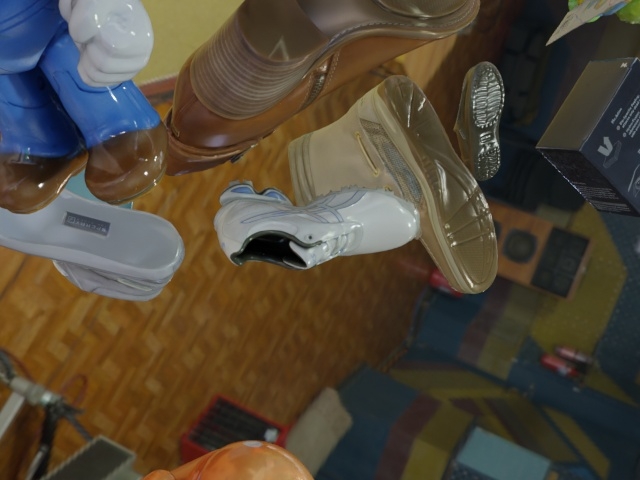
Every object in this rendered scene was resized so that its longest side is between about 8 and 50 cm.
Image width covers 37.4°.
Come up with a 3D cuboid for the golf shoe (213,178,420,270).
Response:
[{"bbox_3d":[0.000,0.000,0.786,0.086,0.176,0.069,-100,-167,-51],"label":"golf shoe"}]

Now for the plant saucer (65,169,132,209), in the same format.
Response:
[{"bbox_3d":[-0.325,-0.056,1.327,0.119,0.119,0.021,-57,-170,-30],"label":"plant saucer"}]

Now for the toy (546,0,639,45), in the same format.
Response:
[{"bbox_3d":[0.324,-0.260,0.954,0.137,0.056,0.237,-53,-170,-5],"label":"toy"}]

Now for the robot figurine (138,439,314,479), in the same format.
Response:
[{"bbox_3d":[-0.084,0.245,0.798,0.219,0.158,0.128,-32,180,36],"label":"robot figurine"}]

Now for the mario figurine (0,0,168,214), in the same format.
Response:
[{"bbox_3d":[-0.216,-0.142,0.533,0.198,0.170,0.320,-27,125,-4],"label":"mario figurine"}]

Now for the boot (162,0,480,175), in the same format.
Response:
[{"bbox_3d":[-0.010,-0.149,0.817,0.283,0.109,0.220,-35,179,-35],"label":"boot"}]

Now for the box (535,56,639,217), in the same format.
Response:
[{"bbox_3d":[0.408,-0.141,1.303,0.158,0.093,0.156,39,79,-27],"label":"box"}]

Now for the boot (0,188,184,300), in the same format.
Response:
[{"bbox_3d":[-0.279,0.001,0.999,0.123,0.258,0.095,127,-19,-57],"label":"boot"}]

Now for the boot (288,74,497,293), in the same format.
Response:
[{"bbox_3d":[0.078,-0.038,1.119,0.203,0.262,0.095,-26,-176,44],"label":"boot"}]

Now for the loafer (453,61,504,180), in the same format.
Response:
[{"bbox_3d":[0.188,-0.146,1.154,0.056,0.050,0.148,-16,118,-28],"label":"loafer"}]
